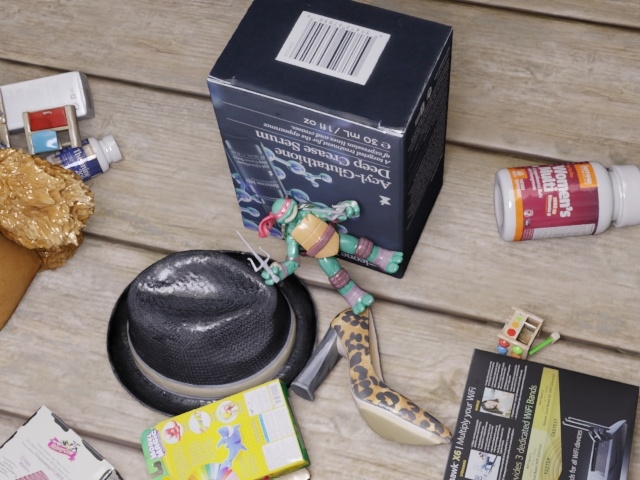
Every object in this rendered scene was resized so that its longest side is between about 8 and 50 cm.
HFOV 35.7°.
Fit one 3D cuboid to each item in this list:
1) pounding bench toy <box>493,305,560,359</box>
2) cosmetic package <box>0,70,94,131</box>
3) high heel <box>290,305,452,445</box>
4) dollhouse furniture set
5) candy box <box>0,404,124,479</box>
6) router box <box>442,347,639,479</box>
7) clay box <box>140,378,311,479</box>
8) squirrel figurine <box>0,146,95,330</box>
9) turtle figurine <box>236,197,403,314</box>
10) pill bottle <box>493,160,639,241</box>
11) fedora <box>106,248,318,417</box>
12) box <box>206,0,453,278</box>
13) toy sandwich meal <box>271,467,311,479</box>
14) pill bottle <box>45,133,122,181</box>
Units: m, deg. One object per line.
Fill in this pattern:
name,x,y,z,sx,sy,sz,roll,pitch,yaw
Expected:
pounding bench toy,0.315,0.153,1.515,0.083,0.052,0.065,25,63,18
cosmetic package,-0.527,-0.236,1.765,0.231,0.117,0.085,-11,95,-5
high heel,0.107,0.190,1.469,0.261,0.093,0.186,20,56,28
dollhouse furniture set,-0.510,-0.203,1.641,0.184,0.129,0.129,-10,95,1
candy box,-0.421,0.375,1.419,0.159,0.071,0.233,35,67,23
router box,0.299,0.326,1.393,0.243,0.081,0.309,13,60,11
clay box,-0.139,0.299,1.431,0.222,0.053,0.127,-21,68,6
squirrel figurine,-0.549,-0.048,1.512,0.397,0.370,0.281,-21,59,-9
turtle figurine,0.000,0.000,1.479,0.175,0.234,0.118,-47,22,19
pill bottle,0.398,-0.065,1.604,0.221,0.121,0.121,-5,58,1
fedora,-0.173,0.113,1.516,0.334,0.152,0.334,-2,59,3
box,0.026,-0.159,1.526,0.293,0.395,0.212,18,62,15
toy sandwich meal,-0.048,0.357,1.428,0.086,0.029,0.085,-2,58,3
pill bottle,-0.412,-0.140,1.737,0.120,0.067,0.067,-26,60,-11
